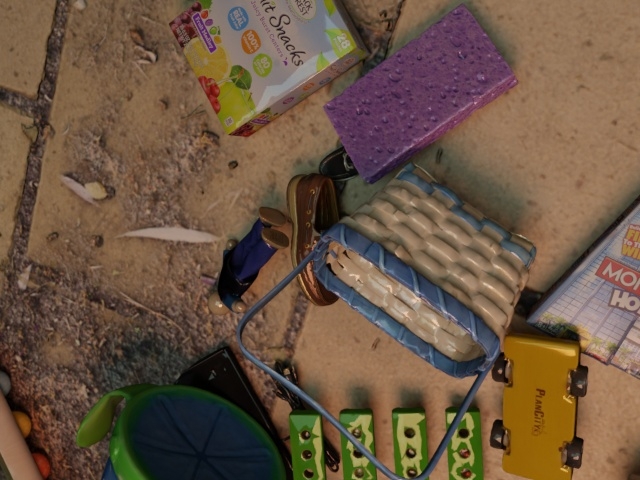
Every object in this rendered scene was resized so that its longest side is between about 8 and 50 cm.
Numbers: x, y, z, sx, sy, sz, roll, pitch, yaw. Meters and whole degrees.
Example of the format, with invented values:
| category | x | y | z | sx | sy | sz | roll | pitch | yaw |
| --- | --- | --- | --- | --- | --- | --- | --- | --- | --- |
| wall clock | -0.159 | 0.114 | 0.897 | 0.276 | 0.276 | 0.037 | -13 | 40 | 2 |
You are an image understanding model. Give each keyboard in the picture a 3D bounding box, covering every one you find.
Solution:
| category | x | y | z | sx | sy | sz | roll | pitch | yaw |
| --- | --- | --- | --- | --- | --- | --- | --- | --- | --- |
| keyboard | -0.072 | 0.297 | 0.928 | 0.201 | 0.033 | 0.317 | -31 | 87 | 22 |

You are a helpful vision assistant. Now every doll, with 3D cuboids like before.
| category | x | y | z | sx | sy | sz | roll | pitch | yaw |
| --- | --- | --- | --- | --- | --- | --- | --- | --- | --- |
| doll | -0.108 | 0.043 | 0.872 | 0.189 | 0.046 | 0.129 | -50 | 38 | 38 |

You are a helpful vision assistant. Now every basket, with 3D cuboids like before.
| category | x | y | z | sx | sy | sz | roll | pitch | yaw |
| --- | --- | --- | --- | --- | --- | --- | --- | --- | --- |
| basket | 0.087 | 0.084 | 0.717 | 0.255 | 0.201 | 0.289 | 39 | 68 | 12 |

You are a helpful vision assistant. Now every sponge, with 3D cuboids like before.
| category | x | y | z | sx | sy | sz | roll | pitch | yaw |
| --- | --- | --- | --- | --- | --- | --- | --- | --- | --- |
| sponge | 0.114 | -0.173 | 0.767 | 0.210 | 0.031 | 0.117 | -34 | 69 | 16 |

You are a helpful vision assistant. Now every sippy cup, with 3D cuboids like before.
| category | x | y | z | sx | sy | sz | roll | pitch | yaw |
| --- | --- | --- | --- | --- | --- | --- | --- | --- | --- |
| sippy cup | -0.197 | 0.350 | 0.839 | 0.240 | 0.305 | 0.224 | 21 | 109 | -29 |

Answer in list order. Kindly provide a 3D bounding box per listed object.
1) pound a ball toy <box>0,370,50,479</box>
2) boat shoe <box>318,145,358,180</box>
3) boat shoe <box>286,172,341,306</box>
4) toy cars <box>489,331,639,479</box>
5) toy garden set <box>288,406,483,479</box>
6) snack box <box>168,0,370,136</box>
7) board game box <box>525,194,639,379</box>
| category | x | y | z | sx | sy | sz | roll | pitch | yaw |
| --- | --- | --- | --- | --- | --- | --- | --- | --- | --- |
| pound a ball toy | -0.518 | 0.339 | 1.025 | 0.208 | 0.136 | 0.319 | -34 | 83 | 55 |
| boat shoe | 0.051 | -0.105 | 0.821 | 0.125 | 0.038 | 0.046 | -10 | 94 | 21 |
| boat shoe | 0.000 | 0.000 | 0.832 | 0.060 | 0.064 | 0.178 | -4 | 96 | 46 |
| toy cars | 0.329 | 0.264 | 0.746 | 0.393 | 0.087 | 0.176 | 51 | 125 | 4 |
| toy garden set | 0.089 | 0.317 | 0.845 | 0.244 | 0.049 | 0.203 | -3 | 96 | 10 |
| snack box | -0.068 | -0.261 | 0.828 | 0.207 | 0.070 | 0.174 | -30 | 86 | 20 |
| board game box | 0.365 | 0.051 | 0.715 | 0.194 | 0.060 | 0.194 | 28 | 107 | 15 |
